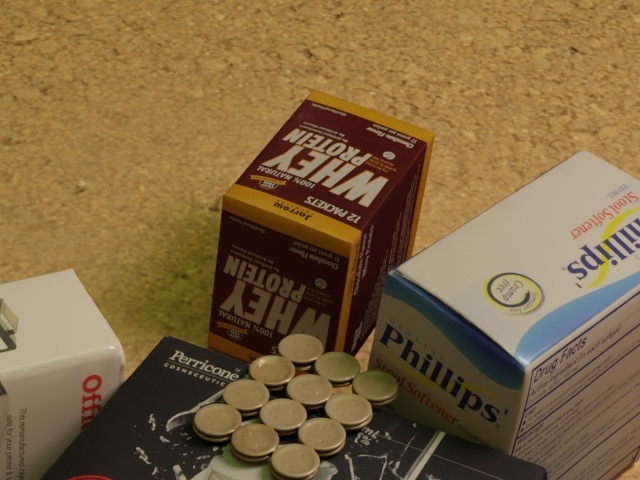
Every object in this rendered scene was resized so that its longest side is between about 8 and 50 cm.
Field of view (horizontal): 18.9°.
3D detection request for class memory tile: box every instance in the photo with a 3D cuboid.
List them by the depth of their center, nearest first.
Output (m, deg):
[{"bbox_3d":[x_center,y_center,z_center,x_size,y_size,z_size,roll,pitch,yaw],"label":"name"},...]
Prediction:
[{"bbox_3d":[-0.019,0.128,1.490,0.113,0.012,0.148,24,41,26],"label":"memory tile"}]

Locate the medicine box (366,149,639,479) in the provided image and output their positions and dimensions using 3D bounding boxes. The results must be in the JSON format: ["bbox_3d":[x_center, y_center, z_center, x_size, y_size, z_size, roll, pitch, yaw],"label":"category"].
[{"bbox_3d":[0.171,0.113,1.621,0.149,0.289,0.263,35,45,28],"label":"medicine box"}]

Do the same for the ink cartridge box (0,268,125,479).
[{"bbox_3d":[-0.307,0.155,1.552,0.273,0.198,0.115,-12,42,-24],"label":"ink cartridge box"}]

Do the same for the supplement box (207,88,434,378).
[{"bbox_3d":[0.000,0.000,1.803,0.129,0.191,0.194,21,41,15],"label":"supplement box"}]

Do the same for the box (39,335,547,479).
[{"bbox_3d":[-0.048,0.272,1.456,0.343,0.179,0.312,18,39,19],"label":"box"}]
